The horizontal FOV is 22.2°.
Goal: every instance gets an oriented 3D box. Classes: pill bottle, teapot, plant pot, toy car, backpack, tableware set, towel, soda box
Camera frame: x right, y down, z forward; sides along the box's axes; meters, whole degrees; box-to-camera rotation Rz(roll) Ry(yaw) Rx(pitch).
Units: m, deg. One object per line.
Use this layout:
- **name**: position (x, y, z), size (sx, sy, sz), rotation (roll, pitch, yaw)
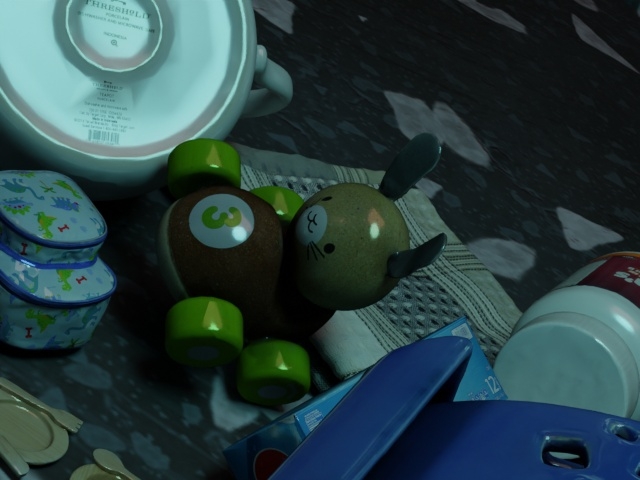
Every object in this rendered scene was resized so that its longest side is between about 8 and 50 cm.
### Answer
- **pill bottle**: position (0.211, 0.085, 1.235), size (0.121, 0.121, 0.221), rotation (38, 23, 13)
- **teapot**: position (-0.176, -0.139, 1.218), size (0.252, 0.187, 0.256), rotation (-42, 99, -23)
- **plant pot**: position (0.059, 0.201, 0.771), size (0.212, 0.236, 0.236), rotation (30, 40, 15)
- **toy car**: position (0.000, 0.000, 1.087), size (0.149, 0.188, 0.155), rotation (35, 43, -45)
- **backpack**: position (-0.187, 0.011, 1.047), size (0.105, 0.084, 0.114), rotation (-3, 45, -48)
- **tableware set**: position (-0.166, 0.138, 0.914), size (0.141, 0.020, 0.169), rotation (37, 26, 11)
- **towel**: position (0.052, 0.027, 1.328), size (0.312, 0.056, 0.324), rotation (5, 35, -45)
- **soda box**: position (0.034, 0.119, 1.066), size (0.210, 0.071, 0.067), rotation (-22, 83, -52)
